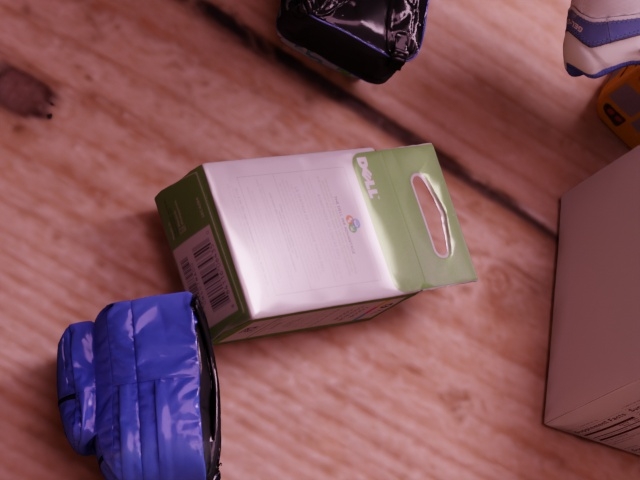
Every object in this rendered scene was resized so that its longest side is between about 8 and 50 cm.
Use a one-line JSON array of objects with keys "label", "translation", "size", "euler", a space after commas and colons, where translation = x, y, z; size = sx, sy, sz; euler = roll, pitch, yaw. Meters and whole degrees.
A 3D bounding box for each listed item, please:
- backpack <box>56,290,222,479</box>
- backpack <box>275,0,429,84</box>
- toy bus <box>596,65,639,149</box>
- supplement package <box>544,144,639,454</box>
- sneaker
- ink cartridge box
[{"label": "backpack", "translation": [-0.110, 0.106, 1.185], "size": [0.101, 0.098, 0.120], "euler": [-10, 73, -2]}, {"label": "backpack", "translation": [0.023, -0.180, 1.378], "size": [0.105, 0.084, 0.114], "euler": [24, 65, -19]}, {"label": "toy bus", "translation": [0.357, -0.202, 1.543], "size": [0.108, 0.130, 0.333], "euler": [42, 56, -7]}, {"label": "supplement package", "translation": [0.291, 0.055, 1.390], "size": [0.203, 0.149, 0.194], "euler": [19, 62, -21]}, {"label": "sneaker", "translation": [0.309, -0.122, 1.389], "size": [0.296, 0.112, 0.131], "euler": [23, 94, -11]}, {"label": "ink cartridge box", "translation": [0.000, 0.000, 1.299], "size": [0.209, 0.062, 0.109], "euler": [-8, 74, -41]}]
